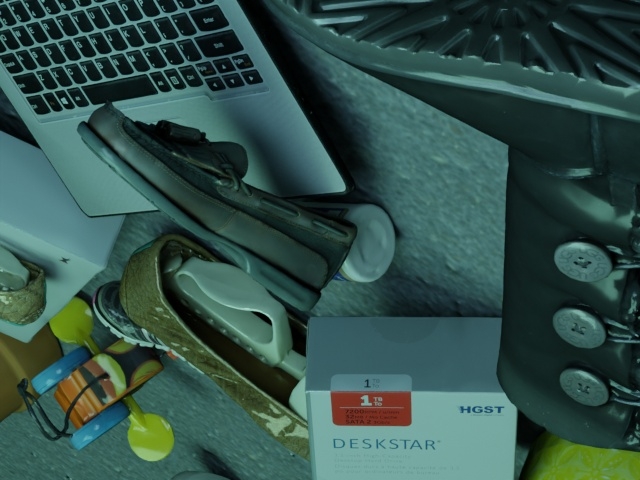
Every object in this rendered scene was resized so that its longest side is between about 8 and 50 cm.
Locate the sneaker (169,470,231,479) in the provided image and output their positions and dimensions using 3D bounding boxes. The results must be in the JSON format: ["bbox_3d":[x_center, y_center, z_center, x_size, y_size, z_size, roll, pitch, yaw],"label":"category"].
[{"bbox_3d":[-0.127,0.408,2.240,0.150,0.135,0.366,5,139,38],"label":"sneaker"}]

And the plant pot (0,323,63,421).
[{"bbox_3d":[-0.481,0.143,2.144,0.291,0.203,0.291,27,150,17],"label":"plant pot"}]

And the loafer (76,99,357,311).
[{"bbox_3d":[-0.075,-0.042,1.407,0.267,0.084,0.096,38,-175,-41],"label":"loafer"}]

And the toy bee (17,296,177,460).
[{"bbox_3d":[-0.216,0.155,1.955,0.195,0.162,0.298,58,176,-19],"label":"toy bee"}]

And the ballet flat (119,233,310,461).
[{"bbox_3d":[-0.040,0.105,1.722,0.342,0.116,0.124,38,148,6],"label":"ballet flat"}]

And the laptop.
[{"bbox_3d":[-0.254,-0.128,1.441,0.382,0.236,0.408,-3,125,50],"label":"laptop"}]

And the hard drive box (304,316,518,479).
[{"bbox_3d":[0.081,0.173,1.601,0.181,0.089,0.232,0,135,5],"label":"hard drive box"}]

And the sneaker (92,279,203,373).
[{"bbox_3d":[-0.150,0.080,1.842,0.170,0.063,0.075,27,151,5],"label":"sneaker"}]

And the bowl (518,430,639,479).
[{"bbox_3d":[0.282,0.314,1.635,0.289,0.156,0.289,27,151,16],"label":"bowl"}]

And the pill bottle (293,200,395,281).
[{"bbox_3d":[0.000,0.000,1.551,0.120,0.067,0.067,3,139,45],"label":"pill bottle"}]

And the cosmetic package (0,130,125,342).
[{"bbox_3d":[-0.408,-0.045,1.799,0.377,0.097,0.284,26,156,-15],"label":"cosmetic package"}]

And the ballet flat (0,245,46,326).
[{"bbox_3d":[-0.352,0.014,1.719,0.206,0.073,0.067,21,127,-12],"label":"ballet flat"}]

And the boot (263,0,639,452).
[{"bbox_3d":[0.146,-0.033,1.288,0.367,0.146,0.445,23,154,25],"label":"boot"}]
